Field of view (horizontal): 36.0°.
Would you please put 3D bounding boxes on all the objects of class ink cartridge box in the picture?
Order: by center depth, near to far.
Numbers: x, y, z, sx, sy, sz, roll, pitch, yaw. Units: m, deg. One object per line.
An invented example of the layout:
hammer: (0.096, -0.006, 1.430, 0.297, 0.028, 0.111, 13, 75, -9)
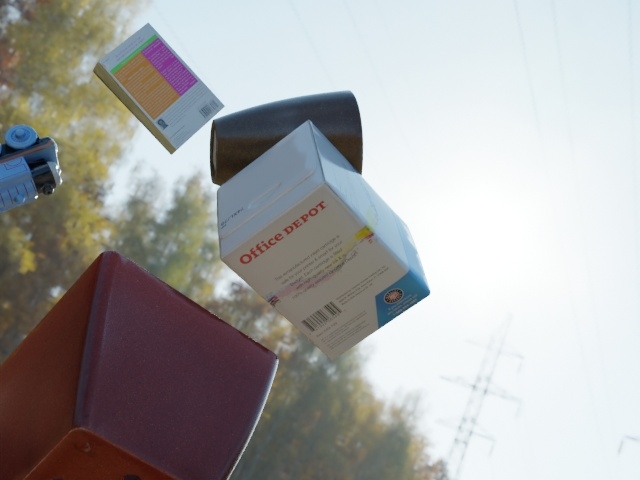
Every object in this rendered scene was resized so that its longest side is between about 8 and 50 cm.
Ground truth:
ink cartridge box: (0.000, 0.000, 1.516, 0.198, 0.197, 0.270, -35, -58, 16)

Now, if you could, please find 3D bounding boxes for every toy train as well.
toy train: (-0.431, -0.082, 1.310, 0.105, 0.184, 0.080, 57, -24, 27)

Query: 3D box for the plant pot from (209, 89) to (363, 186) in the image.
plant pot: (-0.066, -0.147, 1.649, 0.230, 0.216, 0.215, 0, -15, -13)

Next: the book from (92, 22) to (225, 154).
book: (-0.203, -0.194, 1.252, 0.144, 0.096, 0.035, 48, -26, -9)

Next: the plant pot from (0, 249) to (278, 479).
plant pot: (-0.236, 0.225, 1.160, 0.267, 0.236, 0.267, 36, -63, -20)
